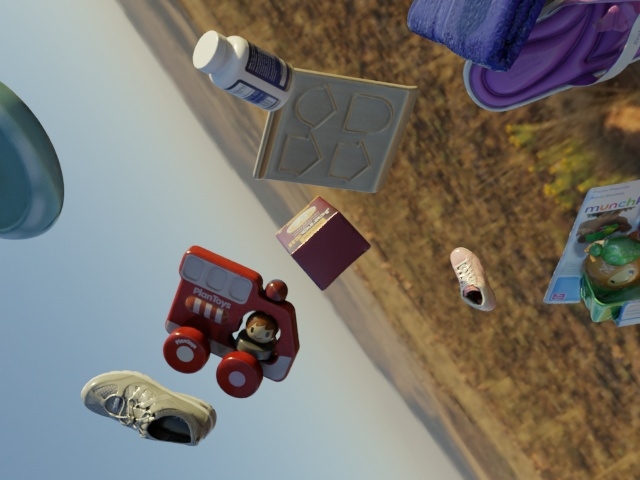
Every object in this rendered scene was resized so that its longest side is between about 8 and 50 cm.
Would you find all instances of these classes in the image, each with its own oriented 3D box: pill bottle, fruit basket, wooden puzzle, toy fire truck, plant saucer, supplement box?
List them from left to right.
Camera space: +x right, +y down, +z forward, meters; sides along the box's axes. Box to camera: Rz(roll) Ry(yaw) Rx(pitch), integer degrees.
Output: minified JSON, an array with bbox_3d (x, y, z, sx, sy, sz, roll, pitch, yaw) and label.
[{"bbox_3d":[-0.550,-0.128,1.450,0.318,0.317,0.044,56,-141,-16],"label":"plant saucer"},{"bbox_3d":[-0.184,0.172,1.954,0.302,0.254,0.169,24,-155,4],"label":"toy fire truck"},{"bbox_3d":[-0.133,-0.297,1.582,0.169,0.094,0.094,22,-157,-40],"label":"pill bottle"},{"bbox_3d":[0.000,0.000,1.466,0.081,0.104,0.188,48,179,-14],"label":"supplement box"},{"bbox_3d":[0.031,-0.268,2.184,0.080,0.347,0.322,-103,23,-44],"label":"wooden puzzle"},{"bbox_3d":[0.563,0.006,1.516,0.353,0.327,0.165,93,167,-61],"label":"fruit basket"}]

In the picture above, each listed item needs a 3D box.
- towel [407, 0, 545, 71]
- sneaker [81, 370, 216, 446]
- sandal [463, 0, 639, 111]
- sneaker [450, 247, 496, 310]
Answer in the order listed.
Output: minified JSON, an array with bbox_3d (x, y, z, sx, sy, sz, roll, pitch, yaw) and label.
[{"bbox_3d":[0.243,-0.381,1.334,0.076,0.228,0.308,12,-161,-22],"label":"towel"},{"bbox_3d":[-0.354,0.343,1.847,0.115,0.281,0.105,-65,-13,-73],"label":"sneaker"},{"bbox_3d":[0.410,-0.308,1.364,0.169,0.416,0.102,50,-155,-17],"label":"sandal"},{"bbox_3d":[0.280,0.071,1.707,0.070,0.051,0.134,3,-124,-61],"label":"sneaker"}]
